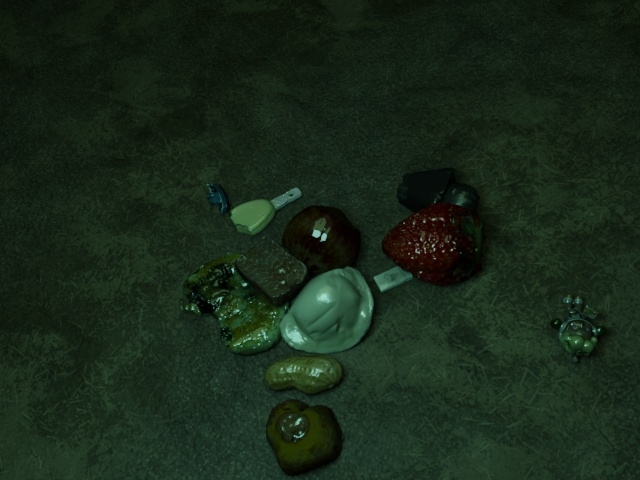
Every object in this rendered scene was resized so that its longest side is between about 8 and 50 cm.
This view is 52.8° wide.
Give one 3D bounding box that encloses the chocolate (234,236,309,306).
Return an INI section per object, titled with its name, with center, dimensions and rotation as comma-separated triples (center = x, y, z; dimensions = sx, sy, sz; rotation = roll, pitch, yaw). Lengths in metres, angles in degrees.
[chocolate]
center = -0.138, 0.098, 1.896
dimensions = 0.148, 0.093, 0.214
rotation = -40, 58, -18

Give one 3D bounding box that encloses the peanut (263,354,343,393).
[peanut]
center = -0.049, 0.372, 1.784
dimensions = 0.225, 0.095, 0.108
rotation = -3, 53, 10

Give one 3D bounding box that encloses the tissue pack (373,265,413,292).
[tissue pack]
center = 0.220, 0.112, 1.946
dimensions = 0.108, 0.023, 0.056
rotation = -26, 56, -5

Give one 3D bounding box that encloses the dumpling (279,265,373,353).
[dumpling]
center = 0.029, 0.214, 1.860
dimensions = 0.227, 0.243, 0.175
rotation = 50, 33, 6

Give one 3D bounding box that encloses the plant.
[plant]
center = 0.370, -0.138, 2.013
dimensions = 0.255, 0.142, 0.164
rotation = 16, 60, 24

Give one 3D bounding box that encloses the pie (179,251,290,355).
[pie]
center = -0.242, 0.180, 1.958
dimensions = 0.371, 0.078, 0.296
rotation = 37, 68, 28

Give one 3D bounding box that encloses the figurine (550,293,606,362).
[figurine]
center = 0.694, 0.228, 1.740
dimensions = 0.147, 0.094, 0.197
rotation = 9, 58, 4

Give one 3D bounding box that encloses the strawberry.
[strawberry]
center = 0.322, 0.006, 1.873
dimensions = 0.288, 0.250, 0.239
rotation = -1, 56, 30

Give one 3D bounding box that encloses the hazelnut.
[hazelnut]
center = 0.000, 0.000, 1.945
dimensions = 0.233, 0.218, 0.218
rotation = 25, 65, 26

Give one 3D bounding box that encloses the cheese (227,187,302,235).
[cheese]
center = -0.177, -0.104, 2.146
dimensions = 0.255, 0.050, 0.127
rotation = -29, 56, -8

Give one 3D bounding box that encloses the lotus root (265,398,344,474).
[lotus root]
center = -0.055, 0.486, 1.666
dimensions = 0.188, 0.180, 0.199
rotation = -27, 57, -3

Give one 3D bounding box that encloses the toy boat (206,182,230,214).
[toy boat]
center = -0.356, -0.146, 2.201
dimensions = 0.060, 0.060, 0.137
rotation = -12, 57, -23
